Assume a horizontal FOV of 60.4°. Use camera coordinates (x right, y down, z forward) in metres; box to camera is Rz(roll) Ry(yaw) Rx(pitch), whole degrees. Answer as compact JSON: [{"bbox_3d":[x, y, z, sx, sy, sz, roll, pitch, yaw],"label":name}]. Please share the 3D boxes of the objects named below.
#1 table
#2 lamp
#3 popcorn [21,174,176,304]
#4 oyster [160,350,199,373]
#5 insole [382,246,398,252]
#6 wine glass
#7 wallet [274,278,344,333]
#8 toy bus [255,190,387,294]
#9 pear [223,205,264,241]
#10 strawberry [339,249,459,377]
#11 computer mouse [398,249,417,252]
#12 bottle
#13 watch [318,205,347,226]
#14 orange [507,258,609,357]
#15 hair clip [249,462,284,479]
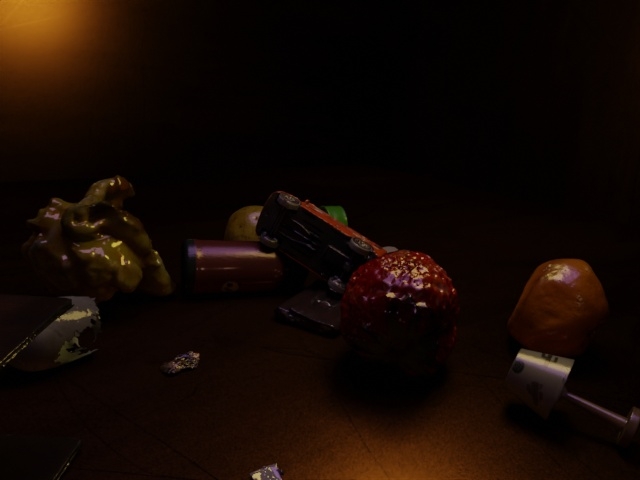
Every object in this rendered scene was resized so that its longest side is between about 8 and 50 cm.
[{"bbox_3d":[-0.488,0.208,0.712,0.282,0.251,0.196,4,16,1],"label":"table"},{"bbox_3d":[0.441,0.273,0.969,0.214,0.121,0.121,24,24,28],"label":"lamp"},{"bbox_3d":[-0.535,0.033,1.314,0.290,0.321,0.325,-25,12,-29],"label":"popcorn"},{"bbox_3d":[-0.272,0.237,1.075,0.083,0.019,0.054,-11,22,-43],"label":"oyster"},{"bbox_3d":[0.198,0.041,1.894,0.065,0.004,0.197,18,21,40],"label":"insole"},{"bbox_3d":[-0.558,0.181,0.979,0.143,0.143,0.321,18,21,39],"label":"wine glass"},{"bbox_3d":[0.013,0.161,1.364,0.182,0.049,0.229,16,21,26],"label":"wallet"},{"bbox_3d":[0.000,0.000,1.424,0.329,0.143,0.153,32,20,13],"label":"toy bus"},{"bbox_3d":[-0.179,-0.003,1.620,0.197,0.197,0.197,4,16,-1],"label":"pear"},{"bbox_3d":[0.164,0.132,1.134,0.238,0.250,0.288,4,38,8],"label":"strawberry"},{"bbox_3d":[0.243,0.092,1.597,0.120,0.057,0.232,34,28,11],"label":"computer mouse"},{"bbox_3d":[-0.196,0.072,1.461,0.336,0.144,0.144,2,16,-19],"label":"bottle"},{"bbox_3d":[0.047,-0.039,1.874,0.131,0.152,0.165,0,15,-23],"label":"watch"},{"bbox_3d":[0.549,0.151,1.244,0.183,0.249,0.249,29,25,21],"label":"orange"},{"bbox_3d":[-0.024,0.363,0.662,0.140,0.054,0.220,-2,19,-36],"label":"hair clip"}]
